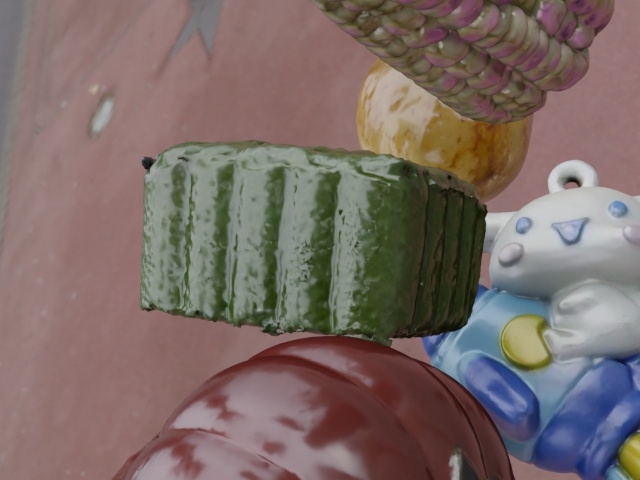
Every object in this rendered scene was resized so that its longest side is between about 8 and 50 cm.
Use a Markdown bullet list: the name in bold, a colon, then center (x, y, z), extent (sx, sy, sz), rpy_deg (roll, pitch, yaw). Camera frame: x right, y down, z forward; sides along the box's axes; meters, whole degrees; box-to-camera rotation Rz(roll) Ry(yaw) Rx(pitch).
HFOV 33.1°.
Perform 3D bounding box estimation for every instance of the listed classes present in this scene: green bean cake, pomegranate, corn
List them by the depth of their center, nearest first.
- **corn**: center (0.038, -0.144, 0.487), extent (0.126, 0.335, 0.127), rpy_deg (-5, 80, 31)
- **green bean cake**: center (0.000, 0.000, 0.919), extent (0.247, 0.250, 0.156), rpy_deg (5, 92, 25)
- **pomegranate**: center (0.157, -0.150, 1.387), extent (0.248, 0.248, 0.248), rpy_deg (-34, 43, 38)

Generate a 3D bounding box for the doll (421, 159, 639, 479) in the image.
- **doll**: center (0.235, 0.083, 1.054), extent (0.376, 0.187, 0.366), rpy_deg (-7, 64, 43)

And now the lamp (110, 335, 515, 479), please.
- **lamp**: center (-0.001, 0.210, 0.676), extent (0.257, 0.303, 0.303), rpy_deg (12, 77, 37)
